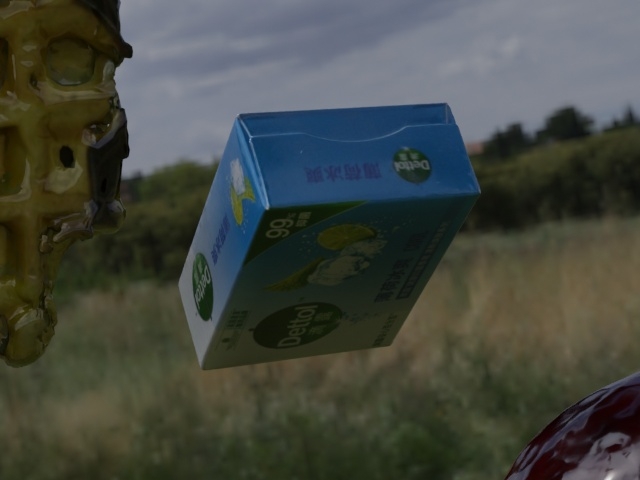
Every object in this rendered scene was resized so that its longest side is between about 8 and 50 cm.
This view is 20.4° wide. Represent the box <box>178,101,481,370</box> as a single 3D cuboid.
[{"bbox_3d":[0.000,-0.001,1.119,0.139,0.073,0.194,-6,-30,-20],"label":"box"}]

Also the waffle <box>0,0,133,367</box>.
[{"bbox_3d":[-0.214,-0.077,0.848,0.307,0.312,0.060,-36,14,-5],"label":"waffle"}]

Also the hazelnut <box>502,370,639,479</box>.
[{"bbox_3d":[0.155,0.134,0.643,0.201,0.161,0.170,38,35,29],"label":"hazelnut"}]
